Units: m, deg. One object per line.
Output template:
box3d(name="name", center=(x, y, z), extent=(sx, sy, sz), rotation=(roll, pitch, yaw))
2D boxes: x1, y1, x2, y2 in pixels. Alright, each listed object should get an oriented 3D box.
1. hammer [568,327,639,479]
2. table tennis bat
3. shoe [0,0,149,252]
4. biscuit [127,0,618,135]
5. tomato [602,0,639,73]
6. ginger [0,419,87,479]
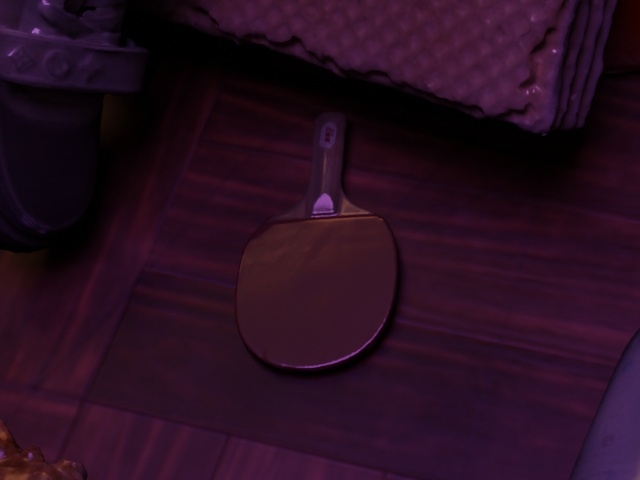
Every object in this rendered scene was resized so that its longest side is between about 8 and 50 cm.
box3d(name="hammer", center=(0.262, 0.154, 0.786), extent=(0.336, 0.119, 0.206), rotation=(17, 65, 16))
box3d(name="table tennis bat", center=(0.000, 0.000, 0.998), extent=(0.087, 0.013, 0.156), rotation=(-4, 59, 14))
box3d(name="shoe", center=(-0.131, -0.144, 0.982), extent=(0.149, 0.109, 0.292), rotation=(-7, 88, 39))
box3d(name="biscuit", center=(-0.039, -0.174, 1.036), extent=(0.426, 0.078, 0.144), rotation=(21, 107, 29))
box3d(name="tomato", center=(0.160, -0.195, 1.028), extent=(0.228, 0.112, 0.199), rotation=(-18, 57, 5))
box3d(name="ginger", center=(-0.194, 0.122, 0.945), extent=(0.176, 0.052, 0.193), rotation=(-6, 65, 10))
